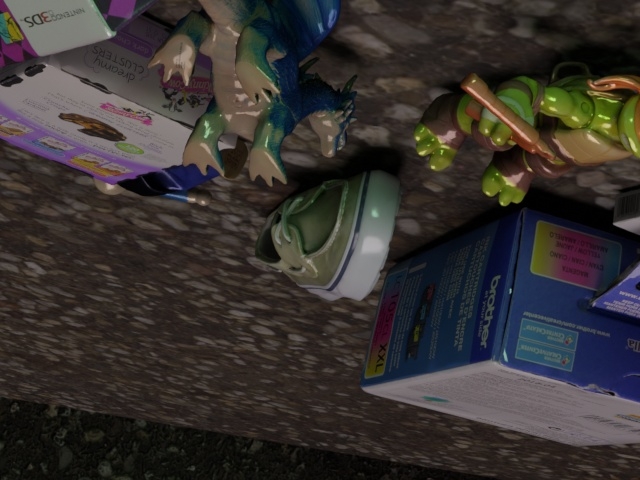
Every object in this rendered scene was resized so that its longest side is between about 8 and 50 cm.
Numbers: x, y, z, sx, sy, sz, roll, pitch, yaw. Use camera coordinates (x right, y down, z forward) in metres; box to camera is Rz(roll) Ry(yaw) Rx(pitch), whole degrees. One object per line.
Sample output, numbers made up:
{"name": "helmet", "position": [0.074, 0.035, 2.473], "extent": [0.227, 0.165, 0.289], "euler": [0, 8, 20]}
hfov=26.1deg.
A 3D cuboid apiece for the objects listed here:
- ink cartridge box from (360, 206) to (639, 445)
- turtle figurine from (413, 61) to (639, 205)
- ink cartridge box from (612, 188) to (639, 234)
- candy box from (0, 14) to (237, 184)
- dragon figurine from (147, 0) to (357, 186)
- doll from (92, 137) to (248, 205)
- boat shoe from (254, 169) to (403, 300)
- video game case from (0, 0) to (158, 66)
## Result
{"name": "ink cartridge box", "position": [0.238, 0.093, 1.298], "extent": [0.270, 0.151, 0.395], "euler": [16, 167, -15]}
{"name": "turtle figurine", "position": [0.160, -0.078, 0.932], "extent": [0.269, 0.087, 0.217], "euler": [12, 173, -30]}
{"name": "ink cartridge box", "position": [0.305, -0.014, 1.140], "extent": [0.115, 0.029, 0.063], "euler": [19, 162, -28]}
{"name": "candy box", "position": [-0.176, -0.115, 1.067], "extent": [0.164, 0.070, 0.196], "euler": [23, 160, -33]}
{"name": "dragon figurine", "position": [-0.040, -0.135, 0.879], "extent": [0.085, 0.144, 0.289], "euler": [8, 144, 17]}
{"name": "doll", "position": [-0.147, -0.065, 1.252], "extent": [0.129, 0.046, 0.189], "euler": [26, 158, -37]}
{"name": "boat shoe", "position": [0.000, 0.000, 1.265], "extent": [0.094, 0.109, 0.302], "euler": [16, 166, -8]}
{"name": "video game case", "position": [-0.102, -0.150, 0.663], "extent": [0.210, 0.232, 0.042], "euler": [-6, 121, 42]}
